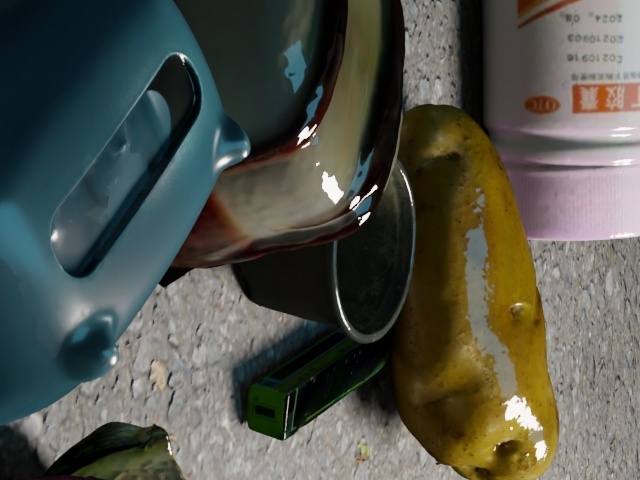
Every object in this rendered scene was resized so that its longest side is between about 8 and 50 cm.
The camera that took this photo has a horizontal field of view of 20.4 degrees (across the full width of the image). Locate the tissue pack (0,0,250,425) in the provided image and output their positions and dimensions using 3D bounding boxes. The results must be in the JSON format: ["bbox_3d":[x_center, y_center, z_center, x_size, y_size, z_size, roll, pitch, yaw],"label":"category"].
[{"bbox_3d":[-0.177,-0.038,0.991,0.287,0.206,0.198,-60,142,-43],"label":"tissue pack"}]

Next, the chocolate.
[{"bbox_3d":[-0.041,-0.107,1.273,0.284,0.186,0.283,-14,106,-62],"label":"chocolate"}]

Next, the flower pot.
[{"bbox_3d":[0.000,0.000,1.455,0.157,0.107,0.157,-25,118,-61],"label":"flower pot"}]

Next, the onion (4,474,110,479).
[{"bbox_3d":[-0.156,0.267,0.996,0.276,0.276,0.276,-12,103,-62],"label":"onion"}]

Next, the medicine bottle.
[{"bbox_3d":[0.269,-0.166,1.865,0.202,0.202,0.315,-19,109,-62],"label":"medicine bottle"}]

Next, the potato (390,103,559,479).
[{"bbox_3d":[0.130,0.053,1.670,0.195,0.176,0.369,-16,98,-43],"label":"potato"}]

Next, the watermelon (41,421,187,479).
[{"bbox_3d":[-0.129,0.242,1.209,0.128,0.159,0.303,-99,171,-63],"label":"watermelon"}]

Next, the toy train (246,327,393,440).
[{"bbox_3d":[0.001,0.113,1.536,0.209,0.042,0.044,-29,129,-60],"label":"toy train"}]
